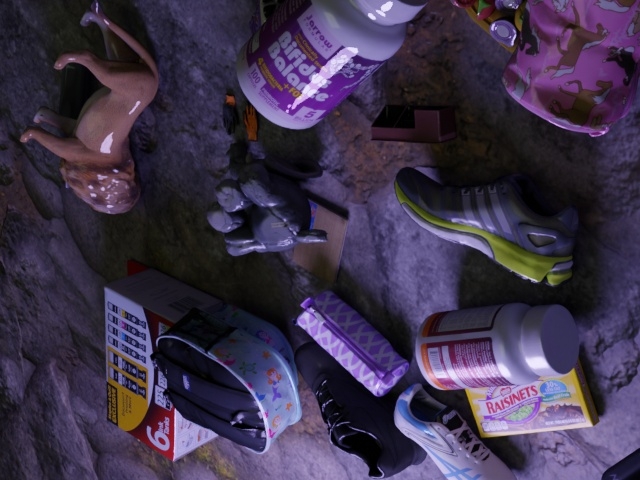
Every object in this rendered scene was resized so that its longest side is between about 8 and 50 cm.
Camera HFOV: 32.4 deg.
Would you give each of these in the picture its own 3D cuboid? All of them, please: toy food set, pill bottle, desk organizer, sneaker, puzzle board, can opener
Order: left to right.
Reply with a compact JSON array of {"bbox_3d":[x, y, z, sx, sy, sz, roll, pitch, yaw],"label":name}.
[{"bbox_3d":[-0.469,-0.227,2.160,0.093,0.074,0.280,7,117,2],"label":"can opener"},{"bbox_3d":[-0.089,-0.363,1.771,0.071,0.068,0.169,31,123,41],"label":"sneaker"},{"bbox_3d":[0.000,0.000,1.865,0.096,0.011,0.128,30,123,31],"label":"puzzle board"},{"bbox_3d":[0.020,-0.307,1.623,0.301,0.169,0.169,-39,80,43],"label":"pill bottle"},{"bbox_3d":[0.049,0.280,1.848,0.286,0.130,0.109,42,131,23],"label":"sneaker"},{"bbox_3d":[0.138,-0.175,1.655,0.130,0.047,0.050,7,108,39],"label":"desk organizer"},{"bbox_3d":[0.214,0.320,1.748,0.237,0.085,0.086,37,136,24],"label":"sneaker"},{"bbox_3d":[0.243,-0.050,1.586,0.300,0.111,0.121,27,112,25],"label":"sneaker"},{"bbox_3d":[0.232,-0.338,1.494,0.218,0.071,0.128,45,130,19],"label":"toy food set"},{"bbox_3d":[0.259,0.155,1.622,0.221,0.121,0.121,-11,99,43],"label":"pill bottle"}]

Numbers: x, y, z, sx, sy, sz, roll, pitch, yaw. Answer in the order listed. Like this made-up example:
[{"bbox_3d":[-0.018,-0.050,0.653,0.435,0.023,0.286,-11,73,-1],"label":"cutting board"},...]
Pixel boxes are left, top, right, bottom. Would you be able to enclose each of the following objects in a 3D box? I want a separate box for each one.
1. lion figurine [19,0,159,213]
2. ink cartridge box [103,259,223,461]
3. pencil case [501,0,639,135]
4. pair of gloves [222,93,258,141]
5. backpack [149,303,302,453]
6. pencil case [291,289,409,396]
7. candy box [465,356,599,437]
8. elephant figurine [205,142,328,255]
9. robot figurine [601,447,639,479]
[{"bbox_3d":[-0.390,-0.232,2.024,0.240,0.142,0.392,27,122,-10],"label":"lion figurine"},{"bbox_3d":[-0.332,0.227,2.159,0.272,0.130,0.309,22,120,35],"label":"ink cartridge box"},{"bbox_3d":[0.355,-0.322,1.337,0.167,0.160,0.386,54,137,44],"label":"pencil case"},{"bbox_3d":[-0.139,-0.212,1.906,0.083,0.010,0.074,19,118,36],"label":"pair of gloves"},{"bbox_3d":[-0.146,0.248,1.953,0.254,0.191,0.225,25,136,40],"label":"backpack"},{"bbox_3d":[0.053,0.167,1.828,0.206,0.086,0.088,40,173,19],"label":"pencil case"},{"bbox_3d":[0.315,0.240,1.671,0.206,0.027,0.105,-17,91,43],"label":"candy box"},{"bbox_3d":[-0.076,-0.082,1.813,0.169,0.239,0.186,-28,103,24],"label":"elephant figurine"},{"bbox_3d":[0.476,0.405,1.490,0.174,0.209,0.278,34,132,-11],"label":"robot figurine"}]
